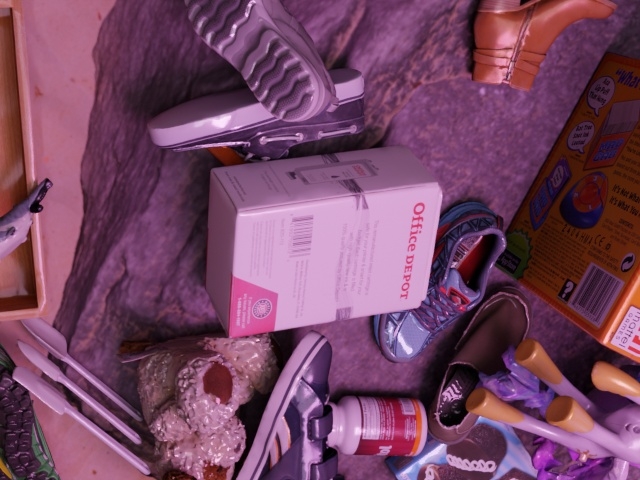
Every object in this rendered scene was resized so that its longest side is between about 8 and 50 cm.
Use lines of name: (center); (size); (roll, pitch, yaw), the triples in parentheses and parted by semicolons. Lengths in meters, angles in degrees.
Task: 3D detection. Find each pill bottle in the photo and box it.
pill bottle: (0.071, 0.268, 1.831); (0.152, 0.086, 0.086); (4, 104, -16)

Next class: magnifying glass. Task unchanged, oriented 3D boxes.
magnifying glass: (-0.074, -0.070, 1.732); (0.092, 0.026, 0.231); (-47, 113, 1)

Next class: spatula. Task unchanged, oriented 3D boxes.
spatula: (-0.311, 0.200, 1.670); (0.019, 0.168, 0.242); (-41, 118, 9)

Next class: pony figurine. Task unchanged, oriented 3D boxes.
pony figurine: (0.387, 0.273, 1.748); (0.363, 0.351, 0.303); (31, 74, -23)

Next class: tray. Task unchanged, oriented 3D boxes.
tray: (-0.462, -0.098, 1.588); (0.203, 0.076, 0.411); (-5, 107, -14)

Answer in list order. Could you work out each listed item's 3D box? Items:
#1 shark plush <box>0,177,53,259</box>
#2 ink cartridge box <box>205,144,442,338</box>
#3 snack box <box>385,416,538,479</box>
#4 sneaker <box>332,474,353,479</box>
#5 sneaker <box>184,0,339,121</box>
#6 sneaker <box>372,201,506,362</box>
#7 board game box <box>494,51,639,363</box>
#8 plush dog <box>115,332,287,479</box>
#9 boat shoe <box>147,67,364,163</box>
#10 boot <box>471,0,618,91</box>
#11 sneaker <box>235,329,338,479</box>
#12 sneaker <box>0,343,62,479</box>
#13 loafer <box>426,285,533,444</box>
shark plush: (-0.399, -0.021, 1.562); (0.161, 0.073, 0.067); (-44, 81, 4)
ink cartridge box: (0.000, 0.000, 1.678); (0.283, 0.117, 0.207); (-8, 126, -20)
snack box: (0.259, 0.409, 1.936); (0.187, 0.060, 0.322); (-35, 111, -4)
sneaker: (0.014, 0.423, 1.852); (0.153, 0.094, 0.235); (-34, 101, 5)
sneaker: (-0.077, -0.259, 1.603); (0.105, 0.115, 0.281); (-37, 73, 22)
sneaker: (0.168, 0.065, 1.780); (0.104, 0.125, 0.262); (30, 95, -20)
board game box: (0.523, -0.004, 1.736); (0.356, 0.356, 0.356); (25, 97, -20)
plush dog: (-0.172, 0.247, 1.708); (0.211, 0.262, 0.225); (-1, 97, 19)
boat shoe: (-0.077, -0.147, 1.661); (0.301, 0.108, 0.102); (-17, 113, -25)
boot: (0.305, -0.281, 1.754); (0.197, 0.073, 0.152); (7, 102, -5)
sneaker: (-0.028, 0.284, 1.731); (0.127, 0.126, 0.321); (25, 104, 10)
sneaker: (-0.414, 0.271, 1.677); (0.134, 0.146, 0.343); (-9, 123, -12)
loafer: (0.234, 0.181, 1.824); (0.094, 0.087, 0.251); (26, 84, 8)
